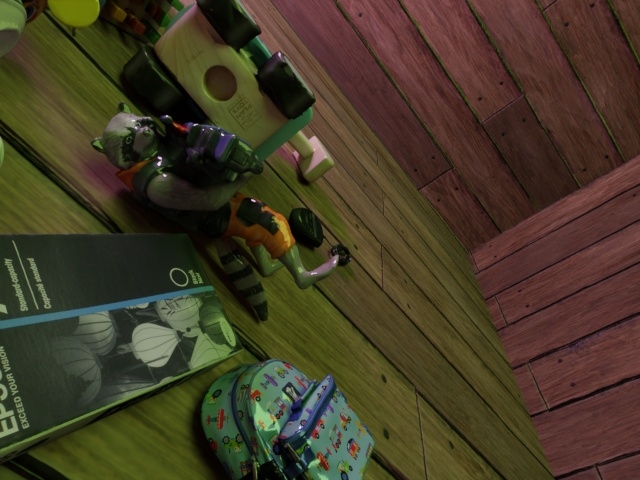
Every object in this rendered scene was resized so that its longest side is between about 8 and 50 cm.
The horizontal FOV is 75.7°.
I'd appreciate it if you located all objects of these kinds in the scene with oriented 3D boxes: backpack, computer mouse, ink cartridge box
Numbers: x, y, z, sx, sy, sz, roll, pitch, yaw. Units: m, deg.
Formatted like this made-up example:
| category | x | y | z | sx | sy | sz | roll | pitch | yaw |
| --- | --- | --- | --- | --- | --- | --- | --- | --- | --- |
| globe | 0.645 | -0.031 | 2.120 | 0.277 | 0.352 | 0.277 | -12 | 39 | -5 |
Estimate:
| category | x | y | z | sx | sy | sz | roll | pitch | yaw |
| --- | --- | --- | --- | --- | --- | --- | --- | --- | --- |
| backpack | -0.040 | 0.208 | 0.461 | 0.173 | 0.116 | 0.158 | 56 | 22 | 8 |
| computer mouse | 0.000 | 0.000 | 0.926 | 0.242 | 0.041 | 0.071 | 40 | 35 | -47 |
| ink cartridge box | -0.219 | 0.077 | 0.358 | 0.166 | 0.065 | 0.332 | 61 | 25 | 12 |

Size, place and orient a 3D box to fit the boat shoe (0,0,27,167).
| category | x | y | z | sx | sy | sz | roll | pitch | yaw |
| --- | --- | --- | --- | --- | --- | --- | --- | --- | --- |
| boat shoe | -0.319 | -0.101 | 0.311 | 0.156 | 0.135 | 0.367 | 44 | 28 | -24 |

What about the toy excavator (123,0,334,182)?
| category | x | y | z | sx | sy | sz | roll | pitch | yaw |
| --- | --- | --- | --- | --- | --- | --- | --- | --- | --- |
| toy excavator | -0.118 | -0.281 | 0.885 | 0.433 | 0.222 | 0.445 | 49 | 15 | -17 |

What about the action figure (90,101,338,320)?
| category | x | y | z | sx | sy | sz | roll | pitch | yaw |
| --- | --- | --- | --- | --- | --- | --- | --- | --- | --- |
| action figure | -0.136 | -0.040 | 0.532 | 0.330 | 0.179 | 0.341 | 40 | -2 | -19 |

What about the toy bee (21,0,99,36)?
| category | x | y | z | sx | sy | sz | roll | pitch | yaw |
| --- | --- | --- | --- | --- | --- | --- | --- | --- | --- |
| toy bee | -0.349 | -0.305 | 0.477 | 0.195 | 0.298 | 0.162 | 31 | 66 | 1 |

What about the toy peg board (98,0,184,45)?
| category | x | y | z | sx | sy | sz | roll | pitch | yaw |
| --- | --- | --- | --- | --- | --- | --- | --- | --- | --- |
| toy peg board | -0.315 | -0.438 | 0.716 | 0.079 | 0.161 | 0.160 | 48 | 18 | 25 |
